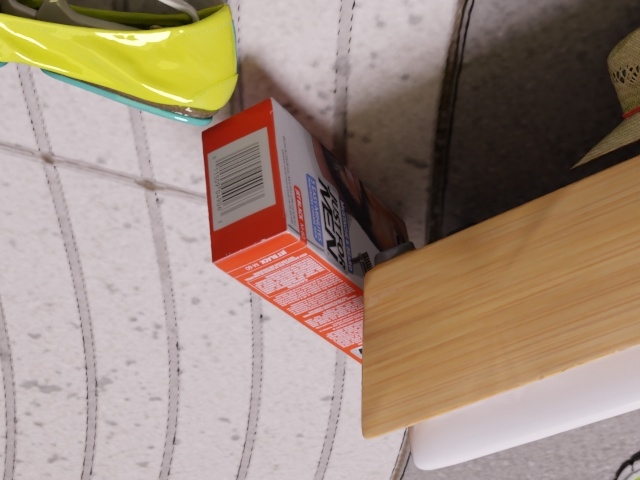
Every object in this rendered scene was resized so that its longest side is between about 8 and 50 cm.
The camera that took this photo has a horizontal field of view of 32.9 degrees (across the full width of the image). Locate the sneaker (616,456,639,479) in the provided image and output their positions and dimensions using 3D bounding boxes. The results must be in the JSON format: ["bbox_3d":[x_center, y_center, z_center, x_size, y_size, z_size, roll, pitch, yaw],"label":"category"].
[{"bbox_3d":[0.276,0.259,0.920,0.081,0.094,0.208,17,131,-12],"label":"sneaker"}]

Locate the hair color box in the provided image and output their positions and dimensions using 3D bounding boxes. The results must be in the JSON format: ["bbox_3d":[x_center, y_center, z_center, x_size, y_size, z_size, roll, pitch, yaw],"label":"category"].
[{"bbox_3d":[0.000,0.000,0.648,0.053,0.093,0.167,-22,146,21],"label":"hair color box"}]

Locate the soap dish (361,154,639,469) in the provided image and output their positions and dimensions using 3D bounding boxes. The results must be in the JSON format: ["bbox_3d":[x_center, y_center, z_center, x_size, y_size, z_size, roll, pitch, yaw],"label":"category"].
[{"bbox_3d":[0.175,0.013,0.599,0.290,0.229,0.118,-24,86,23],"label":"soap dish"}]

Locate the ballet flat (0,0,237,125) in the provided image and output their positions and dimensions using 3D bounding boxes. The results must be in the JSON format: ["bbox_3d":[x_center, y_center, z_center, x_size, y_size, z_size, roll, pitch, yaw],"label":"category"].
[{"bbox_3d":[-0.155,-0.123,0.584,0.230,0.077,0.077,11,113,-12],"label":"ballet flat"}]

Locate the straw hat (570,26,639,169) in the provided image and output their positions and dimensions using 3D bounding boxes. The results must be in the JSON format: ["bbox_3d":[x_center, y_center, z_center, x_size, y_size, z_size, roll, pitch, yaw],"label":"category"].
[{"bbox_3d":[0.193,-0.094,0.593,0.144,0.144,0.061,-24,87,24],"label":"straw hat"}]
